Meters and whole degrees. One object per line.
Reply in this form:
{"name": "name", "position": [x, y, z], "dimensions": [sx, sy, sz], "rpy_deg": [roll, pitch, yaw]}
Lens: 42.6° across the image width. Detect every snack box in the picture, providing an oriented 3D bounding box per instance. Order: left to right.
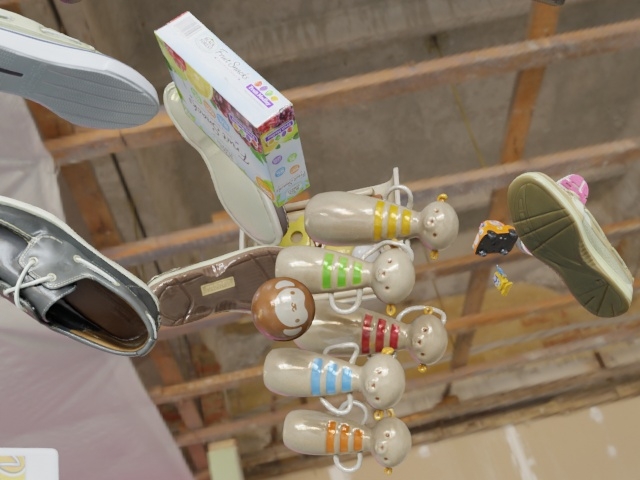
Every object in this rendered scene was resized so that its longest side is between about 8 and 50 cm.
{"name": "snack box", "position": [-0.070, -0.105, 0.657], "dimensions": [0.037, 0.141, 0.100], "rpy_deg": [-37, -31, -14]}

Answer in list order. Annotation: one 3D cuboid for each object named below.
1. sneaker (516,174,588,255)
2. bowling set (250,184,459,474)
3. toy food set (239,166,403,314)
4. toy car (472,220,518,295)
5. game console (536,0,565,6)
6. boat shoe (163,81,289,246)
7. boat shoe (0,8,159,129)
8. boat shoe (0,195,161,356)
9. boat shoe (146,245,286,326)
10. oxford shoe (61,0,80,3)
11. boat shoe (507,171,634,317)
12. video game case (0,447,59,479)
{"name": "sneaker", "position": [0.383, -0.042, 1.386], "dimensions": [0.170, 0.063, 0.075], "rpy_deg": [-52, 5, -13]}
{"name": "bowling set", "position": [0.033, 0.086, 0.740], "dimensions": [0.154, 0.287, 0.200], "rpy_deg": [5, 0, 14]}
{"name": "toy food set", "position": [0.000, 0.000, 1.449], "dimensions": [0.306, 0.219, 0.092], "rpy_deg": [-10, -27, 17]}
{"name": "toy car", "position": [0.203, 0.021, 0.998], "dimensions": [0.060, 0.040, 0.122], "rpy_deg": [-17, -43, -14]}
{"name": "game console", "position": [0.432, -0.542, 1.392], "dimensions": [0.173, 0.250, 0.293], "rpy_deg": [9, 12, 37]}
{"name": "boat shoe", "position": [-0.139, -0.141, 1.398], "dimensions": [0.117, 0.324, 0.097], "rpy_deg": [-20, 17, 45]}
{"name": "boat shoe", "position": [-0.337, -0.226, 1.033], "dimensions": [0.302, 0.094, 0.109], "rpy_deg": [16, -43, -44]}
{"name": "boat shoe", "position": [-0.248, 0.032, 0.739], "dimensions": [0.233, 0.079, 0.084], "rpy_deg": [33, -76, -20]}
{"name": "boat shoe", "position": [-0.130, 0.058, 1.151], "dimensions": [0.258, 0.095, 0.095], "rpy_deg": [-6, 4, -29]}
{"name": "oxford shoe", "position": [-0.377, -0.488, 1.348], "dimensions": [0.212, 0.076, 0.076], "rpy_deg": [-35, -21, 30]}
{"name": "boat shoe", "position": [0.216, -0.002, 0.701], "dimensions": [0.153, 0.048, 0.056], "rpy_deg": [47, -43, -11]}
{"name": "video game case", "position": [-0.288, 0.249, 0.575], "dimensions": [0.227, 0.206, 0.026], "rpy_deg": [15, -33, -44]}
